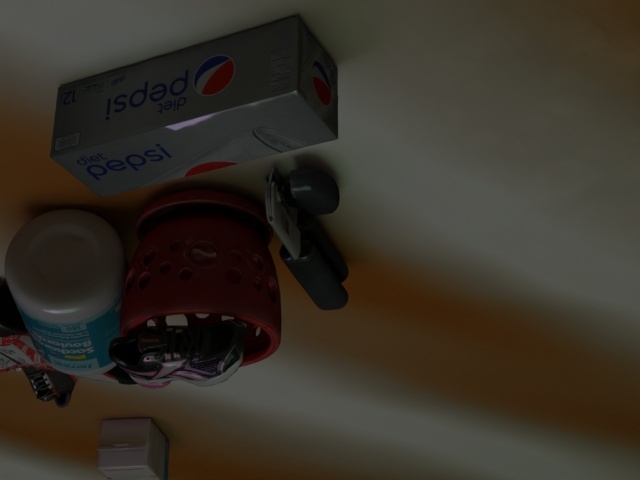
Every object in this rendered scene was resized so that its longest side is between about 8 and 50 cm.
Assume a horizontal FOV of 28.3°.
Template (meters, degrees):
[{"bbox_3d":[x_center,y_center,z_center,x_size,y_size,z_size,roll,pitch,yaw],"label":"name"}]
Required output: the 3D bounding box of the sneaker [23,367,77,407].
[{"bbox_3d":[-0.419,0.212,1.946,0.061,0.064,0.158,-10,150,18],"label":"sneaker"}]

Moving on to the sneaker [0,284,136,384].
[{"bbox_3d":[-0.388,0.150,1.810,0.270,0.090,0.145,26,143,-33],"label":"sneaker"}]

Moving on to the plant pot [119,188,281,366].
[{"bbox_3d":[-0.141,0.047,1.526,0.191,0.174,0.191,0,151,0],"label":"plant pot"}]

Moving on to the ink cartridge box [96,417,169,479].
[{"bbox_3d":[-0.327,0.370,2.211,0.092,0.089,0.143,-4,150,8],"label":"ink cartridge box"}]

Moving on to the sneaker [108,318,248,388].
[{"bbox_3d":[-0.164,0.125,1.416,0.178,0.072,0.077,-19,146,30],"label":"sneaker"}]

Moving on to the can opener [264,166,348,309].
[{"bbox_3d":[0.000,0.000,1.544,0.095,0.076,0.283,-8,152,16],"label":"can opener"}]

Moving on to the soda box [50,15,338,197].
[{"bbox_3d":[-0.128,-0.130,1.288,0.286,0.091,0.098,-12,150,22],"label":"soda box"}]

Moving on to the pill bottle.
[{"bbox_3d":[-0.308,0.081,1.620,0.146,0.146,0.264,0,151,-1],"label":"pill bottle"}]
